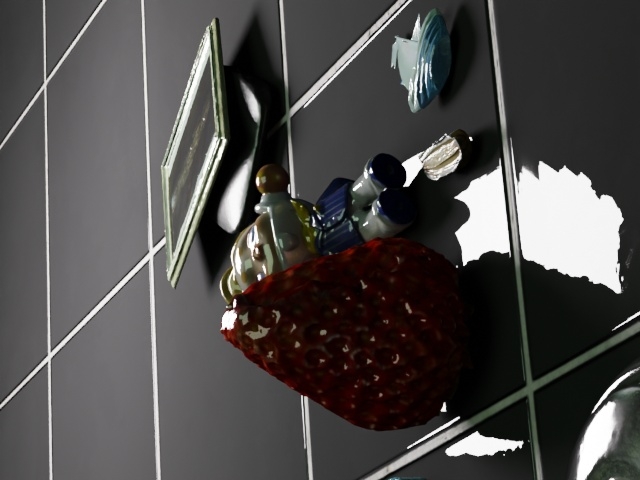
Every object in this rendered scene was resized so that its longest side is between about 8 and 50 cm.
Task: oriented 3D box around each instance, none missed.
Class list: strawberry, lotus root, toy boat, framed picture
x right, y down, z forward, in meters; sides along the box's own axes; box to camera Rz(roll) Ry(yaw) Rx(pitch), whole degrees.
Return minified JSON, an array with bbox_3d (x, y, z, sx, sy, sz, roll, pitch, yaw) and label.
[{"bbox_3d":[0.022,0.085,1.962,0.205,0.244,0.205,-31,55,59],"label":"strawberry"},{"bbox_3d":[0.132,-0.088,2.018,0.037,0.030,0.083,60,154,3],"label":"lotus root"},{"bbox_3d":[0.097,-0.184,2.111,0.149,0.034,0.105,158,117,-63],"label":"toy boat"},{"bbox_3d":[-0.169,-0.114,2.627,0.293,0.018,0.231,112,158,-44],"label":"framed picture"}]

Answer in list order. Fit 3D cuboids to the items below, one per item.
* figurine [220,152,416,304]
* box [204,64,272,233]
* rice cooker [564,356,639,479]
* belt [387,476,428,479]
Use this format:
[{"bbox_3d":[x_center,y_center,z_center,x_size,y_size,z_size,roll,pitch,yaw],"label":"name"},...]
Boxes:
[{"bbox_3d":[-0.001,-0.011,2.199,0.274,0.133,0.194,-56,52,31],"label":"figurine"},{"bbox_3d":[-0.114,-0.120,2.566,0.212,0.042,0.201,-148,66,-65],"label":"box"},{"bbox_3d":[0.289,0.204,1.269,0.317,0.317,0.264,160,114,-64],"label":"rice cooker"},{"bbox_3d":[0.079,0.330,2.006,0.100,0.065,0.179,-25,61,52],"label":"belt"}]
